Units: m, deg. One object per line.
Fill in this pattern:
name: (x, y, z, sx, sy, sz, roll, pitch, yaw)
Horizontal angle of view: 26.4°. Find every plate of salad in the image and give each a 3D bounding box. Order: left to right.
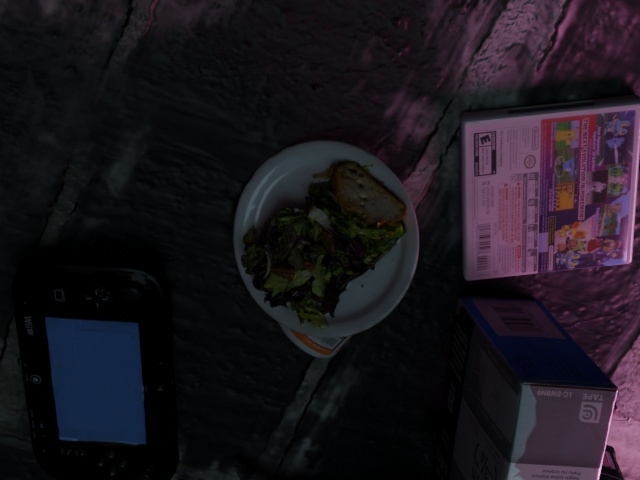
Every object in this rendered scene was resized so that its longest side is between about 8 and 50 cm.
plate of salad: (0.000, 0.000, 1.356, 0.200, 0.048, 0.200, 2, 97, 20)

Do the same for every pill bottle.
pill bottle: (0.029, 0.046, 1.425, 0.086, 0.086, 0.152, 31, 116, -24)

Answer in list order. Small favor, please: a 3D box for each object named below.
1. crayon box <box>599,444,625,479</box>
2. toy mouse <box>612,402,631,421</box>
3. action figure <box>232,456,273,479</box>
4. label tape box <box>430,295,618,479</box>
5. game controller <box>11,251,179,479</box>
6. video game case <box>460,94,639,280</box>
crayon box: (0.256, 0.408, 1.581, 0.081, 0.202, 0.318, 17, 117, -15)
toy mouse: (0.286, 0.181, 1.580, 0.161, 0.031, 0.143, -2, 126, -5)
action figure: (0.048, 0.352, 1.555, 0.330, 0.178, 0.341, 18, 138, -9)
label tape box: (0.198, 0.257, 1.444, 0.106, 0.240, 0.334, 4, 107, -11)
game controller: (-0.240, 0.146, 1.481, 0.166, 0.067, 0.319, -2, 125, -5)
video game case: (0.237, -0.052, 1.417, 0.183, 0.023, 0.201, -6, 125, -1)
